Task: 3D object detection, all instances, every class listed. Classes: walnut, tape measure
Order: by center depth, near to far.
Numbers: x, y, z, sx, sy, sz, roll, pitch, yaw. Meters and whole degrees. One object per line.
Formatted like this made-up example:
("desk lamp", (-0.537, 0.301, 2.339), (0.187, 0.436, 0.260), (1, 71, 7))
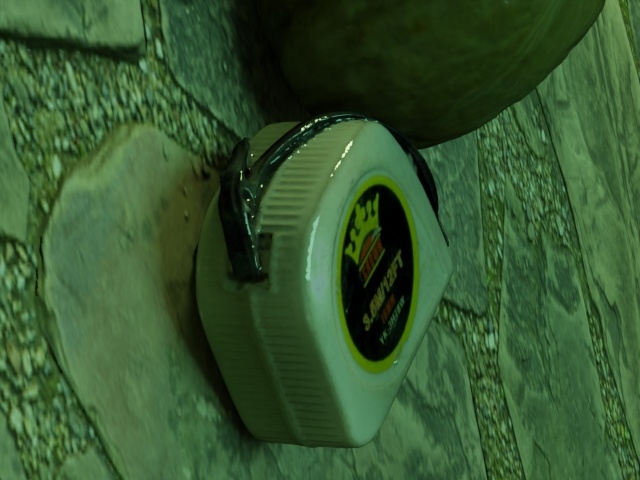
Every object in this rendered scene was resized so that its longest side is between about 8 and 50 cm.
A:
("tape measure", (0.000, 0.000, 1.447), (0.271, 0.133, 0.231), (-57, 139, -43))
("walnut", (0.087, -0.203, 1.530), (0.283, 0.283, 0.227), (41, 30, -48))
